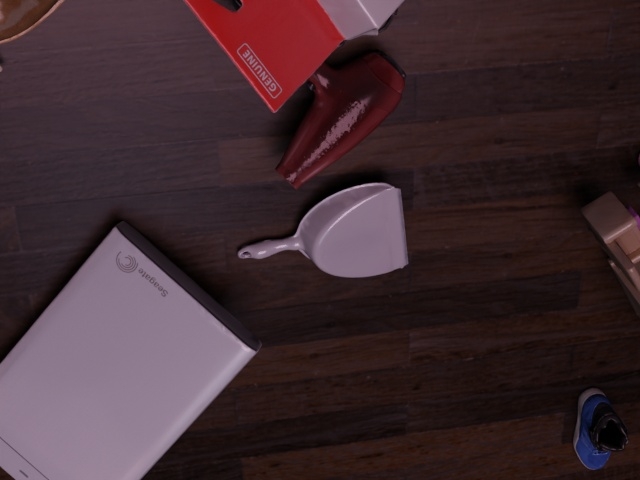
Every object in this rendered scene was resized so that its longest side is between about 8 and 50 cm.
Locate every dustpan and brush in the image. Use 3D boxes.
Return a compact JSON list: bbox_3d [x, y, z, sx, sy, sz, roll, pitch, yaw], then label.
[{"bbox_3d":[0.000,0.000,1.305,0.211,0.060,0.147,-19,133,-9],"label":"dustpan and brush"}]

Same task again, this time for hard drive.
[{"bbox_3d":[-0.275,0.182,1.290,0.233,0.047,0.353,42,104,-1],"label":"hard drive"}]

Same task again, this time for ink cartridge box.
[{"bbox_3d":[-0.041,-0.323,1.012,0.296,0.066,0.261,50,62,-21],"label":"ink cartridge box"}]

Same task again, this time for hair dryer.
[{"bbox_3d":[-0.008,-0.204,1.183,0.223,0.080,0.293,2,103,-10],"label":"hair dryer"}]

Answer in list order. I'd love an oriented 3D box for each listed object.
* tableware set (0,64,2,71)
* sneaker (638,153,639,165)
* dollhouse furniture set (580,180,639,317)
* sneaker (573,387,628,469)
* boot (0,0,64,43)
[{"bbox_3d":[-0.442,-0.216,1.104,0.168,0.020,0.141,-28,120,3],"label":"tableware set"},{"bbox_3d":[0.473,-0.131,1.333,0.047,0.057,0.119,27,108,-21],"label":"sneaker"},{"bbox_3d":[0.553,0.018,1.316,0.303,0.198,0.286,-33,133,8],"label":"dollhouse furniture set"},{"bbox_3d":[0.426,0.306,1.540,0.058,0.084,0.152,-10,120,-7],"label":"sneaker"},{"bbox_3d":[-0.268,-0.313,1.038,0.305,0.115,0.112,-43,120,12],"label":"boot"}]
